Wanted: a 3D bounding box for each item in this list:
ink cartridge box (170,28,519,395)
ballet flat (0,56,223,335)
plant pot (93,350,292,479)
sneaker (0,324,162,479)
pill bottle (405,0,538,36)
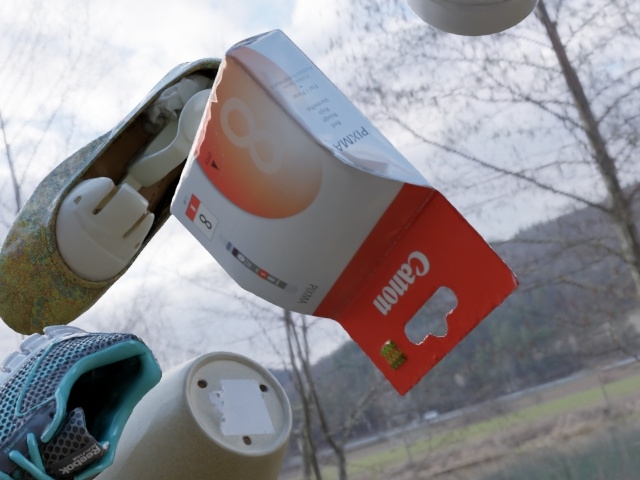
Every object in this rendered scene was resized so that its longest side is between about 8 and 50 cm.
[{"bbox_3d":[0.000,0.000,0.473,0.045,0.179,0.145,-31,-16,-35],"label":"ink cartridge box"},{"bbox_3d":[-0.179,-0.057,0.851,0.349,0.123,0.123,-54,4,-28],"label":"ballet flat"},{"bbox_3d":[-0.150,0.252,0.976,0.256,0.257,0.274,-2,-39,-44],"label":"plant pot"},{"bbox_3d":[-0.126,0.092,0.364,0.076,0.065,0.166,-14,31,36],"label":"sneaker"},{"bbox_3d":[0.135,-0.315,0.718,0.161,0.161,0.283,-15,-28,-4],"label":"pill bottle"}]
